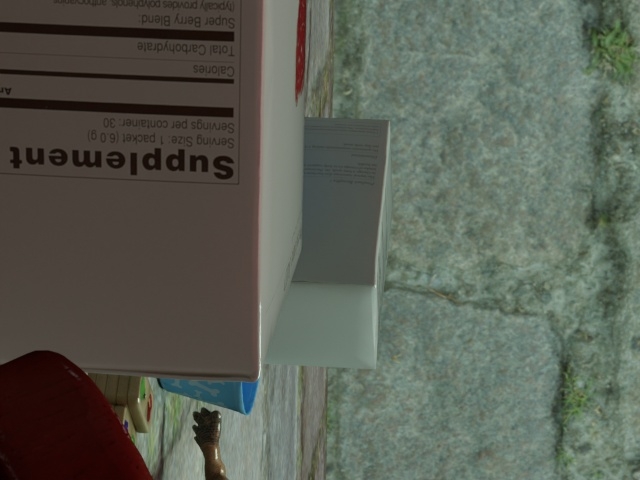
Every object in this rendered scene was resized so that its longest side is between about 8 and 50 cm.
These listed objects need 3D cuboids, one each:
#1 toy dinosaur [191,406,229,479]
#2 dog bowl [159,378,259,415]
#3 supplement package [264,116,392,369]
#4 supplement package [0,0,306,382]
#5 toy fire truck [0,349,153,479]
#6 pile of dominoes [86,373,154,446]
[{"bbox_3d":[-0.083,0.280,1.596,0.200,0.127,0.296,-69,174,-51],"label":"toy dinosaur"},{"bbox_3d":[-0.089,0.003,1.572,0.166,0.074,0.297,-80,172,-53],"label":"dog bowl"},{"bbox_3d":[0.000,0.000,1.561,0.105,0.105,0.179,87,8,-48],"label":"supplement package"},{"bbox_3d":[-0.097,-0.108,0.859,0.177,0.175,0.293,-75,167,-71],"label":"supplement package"},{"bbox_3d":[-0.130,0.172,0.636,0.302,0.169,0.254,64,-22,0],"label":"toy fire truck"},{"bbox_3d":[-0.145,0.198,1.257,0.196,0.040,0.251,84,10,-61],"label":"pile of dominoes"}]
